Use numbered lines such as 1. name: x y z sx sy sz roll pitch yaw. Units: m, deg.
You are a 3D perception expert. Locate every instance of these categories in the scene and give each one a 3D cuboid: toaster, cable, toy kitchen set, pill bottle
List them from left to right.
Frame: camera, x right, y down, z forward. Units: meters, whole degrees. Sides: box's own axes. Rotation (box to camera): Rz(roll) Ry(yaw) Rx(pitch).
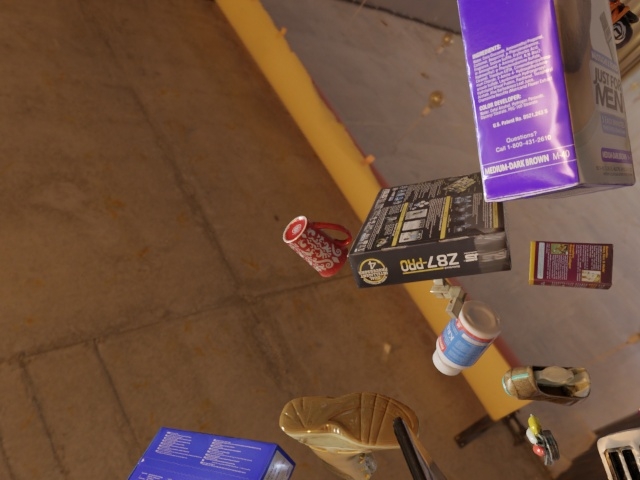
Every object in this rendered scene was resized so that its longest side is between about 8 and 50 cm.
1. toy kitchen set: 0.294 0.137 1.320 0.068 0.083 0.075 47 -122 -31
2. pill bottle: 0.397 0.279 1.510 0.124 0.221 0.124 12 -138 -11
3. cable: 0.625 0.586 1.530 0.287 0.072 0.139 15 -113 -71
4. toaster: 0.741 0.504 1.231 0.110 0.168 0.185 22 -129 -50

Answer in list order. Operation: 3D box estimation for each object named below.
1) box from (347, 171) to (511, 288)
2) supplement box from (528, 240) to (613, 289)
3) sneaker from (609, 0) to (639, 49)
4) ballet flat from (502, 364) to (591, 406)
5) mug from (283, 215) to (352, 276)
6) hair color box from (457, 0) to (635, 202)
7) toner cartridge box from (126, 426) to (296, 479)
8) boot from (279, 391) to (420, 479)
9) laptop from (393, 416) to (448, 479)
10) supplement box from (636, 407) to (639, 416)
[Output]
1. box: 0.260 -0.040 1.243 0.395 0.318 0.097 -59 -46 -61
2. supplement box: 0.627 0.062 1.372 0.081 0.188 0.104 35 -119 -65
3. sneaker: 0.451 -0.381 0.853 0.180 0.124 0.321 40 -167 -13
4. ballet flat: 0.665 0.391 1.514 0.342 0.124 0.116 13 -126 -26
5. mug: -0.006 -0.001 1.551 0.169 0.150 0.113 39 178 -31
6. hair color box: 0.248 -0.218 0.606 0.185 0.110 0.338 -7 -93 -45
7. toner cartridge box: -0.227 0.466 1.053 0.075 0.348 0.165 58 -136 -28
8. boot: 0.079 0.371 1.000 0.203 0.262 0.095 59 -146 -37
9. laptop: 0.304 0.369 0.517 0.408 0.236 0.382 56 -175 -28
10. supplement box: 0.529 0.269 0.814 0.043 0.055 0.083 -23 -136 -14
